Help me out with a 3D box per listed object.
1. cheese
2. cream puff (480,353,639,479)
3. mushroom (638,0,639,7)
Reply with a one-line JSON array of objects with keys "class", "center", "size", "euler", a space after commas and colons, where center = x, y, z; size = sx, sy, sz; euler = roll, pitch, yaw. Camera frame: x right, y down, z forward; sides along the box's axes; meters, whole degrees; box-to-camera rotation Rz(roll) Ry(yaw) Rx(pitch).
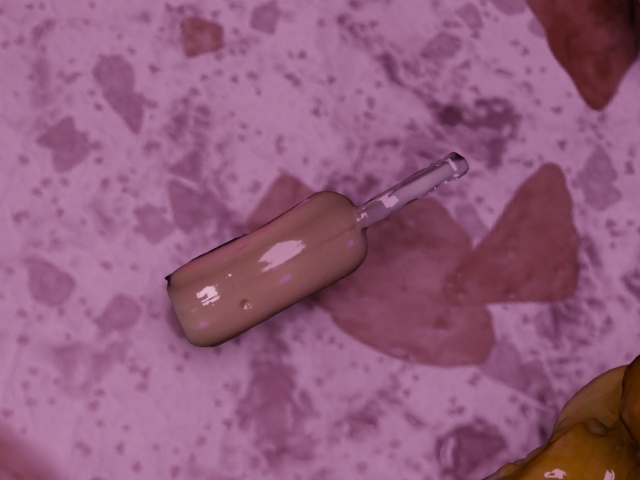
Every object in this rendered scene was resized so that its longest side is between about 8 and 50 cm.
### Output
[{"class": "cheese", "center": [-0.002, 0.000, 0.826], "size": [0.171, 0.092, 0.048], "euler": [-30, 94, -13]}, {"class": "cream puff", "center": [0.199, 0.190, 0.715], "size": [0.324, 0.257, 0.291], "euler": [-35, 77, -21]}, {"class": "mushroom", "center": [0.292, -0.195, 0.943], "size": [0.247, 0.130, 0.344], "euler": [-26, 76, -3]}]
